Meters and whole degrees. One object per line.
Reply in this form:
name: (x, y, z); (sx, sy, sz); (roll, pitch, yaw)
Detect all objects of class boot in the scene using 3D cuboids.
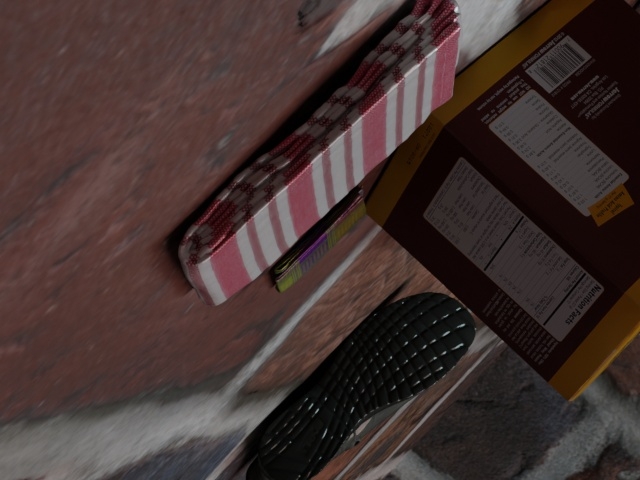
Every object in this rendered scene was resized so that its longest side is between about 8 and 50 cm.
boot: (0.027, 0.143, 1.797); (0.246, 0.083, 0.161); (-39, 176, -12)

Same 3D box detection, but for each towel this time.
towel: (0.000, 0.000, 1.251); (0.083, 0.009, 0.060); (-45, 171, -6)
towel: (0.000, -0.045, 1.032); (0.197, 0.029, 0.144); (-43, 170, -7)

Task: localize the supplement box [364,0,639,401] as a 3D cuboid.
supplement box: (0.174, -0.038, 1.290); (0.191, 0.194, 0.129); (-40, 169, -33)

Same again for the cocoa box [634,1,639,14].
cocoa box: (0.456, -0.210, 1.689); (0.231, 0.228, 0.347); (-52, 169, 30)
